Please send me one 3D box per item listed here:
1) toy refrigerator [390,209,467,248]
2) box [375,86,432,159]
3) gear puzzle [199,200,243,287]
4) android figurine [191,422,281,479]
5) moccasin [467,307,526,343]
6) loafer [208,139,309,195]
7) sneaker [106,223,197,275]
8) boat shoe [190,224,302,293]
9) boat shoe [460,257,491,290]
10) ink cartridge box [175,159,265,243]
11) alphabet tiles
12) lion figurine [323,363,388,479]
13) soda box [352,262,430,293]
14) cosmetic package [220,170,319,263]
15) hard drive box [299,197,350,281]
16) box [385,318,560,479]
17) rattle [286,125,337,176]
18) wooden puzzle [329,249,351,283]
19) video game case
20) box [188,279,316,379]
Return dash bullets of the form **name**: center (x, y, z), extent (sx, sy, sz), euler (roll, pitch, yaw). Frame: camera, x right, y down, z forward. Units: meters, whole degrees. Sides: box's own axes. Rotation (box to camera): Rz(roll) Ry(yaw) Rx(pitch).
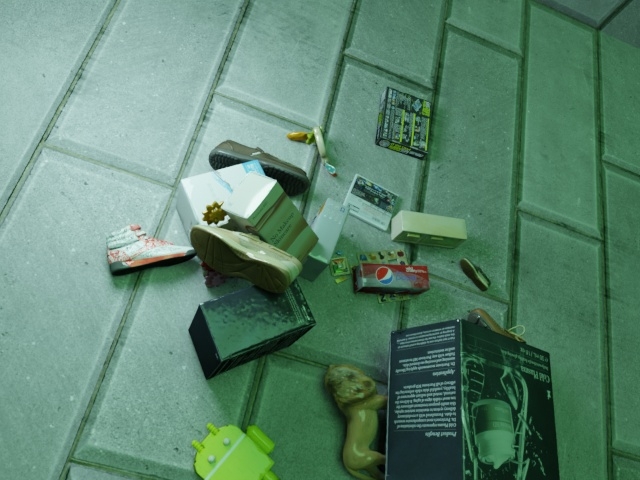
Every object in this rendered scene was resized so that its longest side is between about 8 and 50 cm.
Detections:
- **toy refrigerator**: center (0.410, -0.036, 2.109), extent (0.270, 0.102, 0.094), euler (8, 65, -17)
- **box**: center (0.348, -0.488, 2.310), extent (0.216, 0.060, 0.270), euler (16, 64, -13)
- **gear puzzle**: center (-0.292, 0.012, 1.712), extent (0.175, 0.339, 0.044), euler (-23, 47, -22)
- **android figurine**: center (-0.249, 0.648, 1.603), extent (0.273, 0.056, 0.248), euler (45, 61, 2)
- **moccasin**: center (0.681, 0.389, 2.001), extent (0.380, 0.139, 0.147), euler (44, 54, 6)
- **loafer**: center (-0.205, -0.276, 1.976), extent (0.366, 0.134, 0.130), euler (20, 50, -11)
- **sneaker**: center (-0.535, 0.012, 1.758), extent (0.270, 0.090, 0.145), euler (-12, 74, -21)
- **boat shoe**: center (-0.215, 0.040, 1.581), extent (0.341, 0.121, 0.110), euler (26, 36, 16)
- **boat shoe**: center (0.595, 0.124, 2.136), extent (0.049, 0.056, 0.152), euler (-39, 94, -34)
- **ink cartridge box**: center (-0.308, -0.107, 1.829), extent (0.270, 0.198, 0.197), euler (-19, 75, -26)
- **alphabet tiles**: center (0.224, 0.131, 2.024), extent (0.237, 0.009, 0.198), euler (-5, 70, -21)
- **lion figurine**: center (0.129, 0.580, 1.717), extent (0.240, 0.142, 0.392), euler (7, 66, -17)
- **soda box**: center (0.252, 0.138, 1.977), extent (0.263, 0.083, 0.092), euler (4, 67, -19)
- **cosmetic package**: center (-0.145, -0.050, 1.687), extent (0.129, 0.296, 0.153), euler (23, 70, 40)
- **hard drive box**: center (0.000, 0.000, 1.903), extent (0.089, 0.181, 0.232), euler (25, 61, -7)
- **box**: center (0.461, 0.535, 1.688), extent (0.480, 0.297, 0.471), euler (22, 62, -34)
- **rattle**: center (-0.029, -0.322, 2.100), extent (0.143, 0.130, 0.199), euler (-16, 100, -14)
- **wooden puzzle**: center (0.070, 0.092, 1.979), extent (0.079, 0.014, 0.116), euler (-13, 71, -18)
- **video game case**: center (0.191, -0.145, 2.125), extent (0.190, 0.022, 0.173), euler (26, 62, -6)
- **box**: center (-0.213, 0.254, 1.648), extent (0.294, 0.296, 0.182), euler (-19, 75, -26)
